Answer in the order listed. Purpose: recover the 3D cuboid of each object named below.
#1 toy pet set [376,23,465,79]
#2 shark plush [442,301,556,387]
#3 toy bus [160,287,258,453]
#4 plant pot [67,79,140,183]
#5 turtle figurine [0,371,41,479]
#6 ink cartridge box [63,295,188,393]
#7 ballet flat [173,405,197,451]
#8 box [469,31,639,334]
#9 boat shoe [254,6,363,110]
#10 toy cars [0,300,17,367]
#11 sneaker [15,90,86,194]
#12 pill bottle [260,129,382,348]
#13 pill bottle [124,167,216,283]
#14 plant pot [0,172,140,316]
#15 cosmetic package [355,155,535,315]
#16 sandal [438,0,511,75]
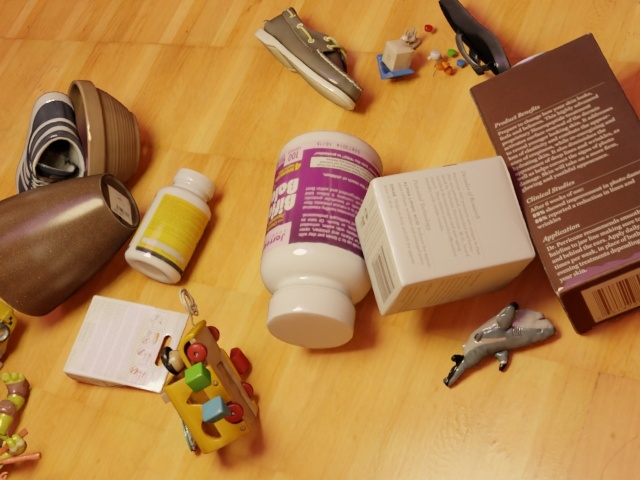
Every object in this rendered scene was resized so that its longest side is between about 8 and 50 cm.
[{"bbox_3d":[0.163,-0.302,1.576,0.114,0.065,0.122,-13,49,-23],"label":"toy pet set"},{"bbox_3d":[0.232,0.144,1.241,0.161,0.073,0.067,-36,80,-3],"label":"shark plush"},{"bbox_3d":[-0.176,0.204,1.330,0.104,0.191,0.202,-29,51,9],"label":"toy bus"},{"bbox_3d":[-0.401,-0.179,1.721,0.110,0.237,0.237,-3,47,-24],"label":"plant pot"},{"bbox_3d":[-0.532,0.326,1.514,0.270,0.087,0.217,-24,44,24],"label":"turtle figurine"},{"bbox_3d":[-0.317,0.175,1.537,0.179,0.045,0.145,11,64,13],"label":"ink cartridge box"},{"bbox_3d":[-0.198,0.266,1.404,0.041,0.041,0.114,-35,51,4],"label":"ballet flat"},{"bbox_3d":[0.358,-0.084,1.264,0.191,0.143,0.381,-23,54,14],"label":"box"},{"bbox_3d":[-0.011,-0.329,1.640,0.091,0.109,0.305,-46,46,2],"label":"boat shoe"},{"bbox_3d":[-0.613,0.115,1.700,0.177,0.087,0.393,-15,51,13],"label":"toy cars"},{"bbox_3d":[-0.488,-0.111,1.671,0.099,0.282,0.153,0,38,-25],"label":"sneaker"},{"bbox_3d":[0.000,0.000,1.382,0.169,0.169,0.301,-8,56,24],"label":"pill bottle"},{"bbox_3d":[-0.249,-0.027,1.577,0.103,0.103,0.184,11,66,33],"label":"pill bottle"},{"bbox_3d":[-0.432,-0.014,1.585,0.230,0.215,0.215,-27,51,16],"label":"plant pot"},{"bbox_3d":[0.161,-0.004,1.245,0.184,0.151,0.151,-11,72,-12],"label":"cosmetic package"},{"bbox_3d":[0.248,-0.312,1.505,0.054,0.097,0.254,-32,40,5],"label":"sandal"}]
